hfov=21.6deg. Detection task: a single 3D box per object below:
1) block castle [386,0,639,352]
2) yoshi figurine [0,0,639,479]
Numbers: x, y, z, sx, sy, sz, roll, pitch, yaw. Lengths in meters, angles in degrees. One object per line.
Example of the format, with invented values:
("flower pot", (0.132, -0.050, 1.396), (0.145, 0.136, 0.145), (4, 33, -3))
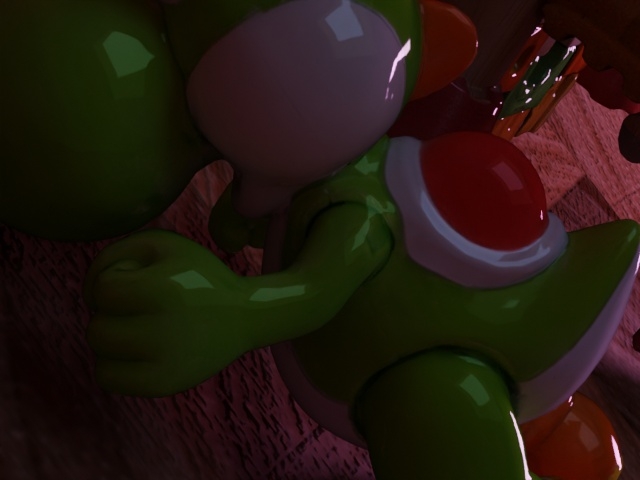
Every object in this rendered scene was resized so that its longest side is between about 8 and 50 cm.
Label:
("block castle", (0.220, -0.059, 1.040), (0.303, 0.213, 0.453), (41, 24, 14))
("yoshi figurine", (-0.023, 0.008, 0.669), (0.203, 0.203, 0.362), (-41, 112, -29))
